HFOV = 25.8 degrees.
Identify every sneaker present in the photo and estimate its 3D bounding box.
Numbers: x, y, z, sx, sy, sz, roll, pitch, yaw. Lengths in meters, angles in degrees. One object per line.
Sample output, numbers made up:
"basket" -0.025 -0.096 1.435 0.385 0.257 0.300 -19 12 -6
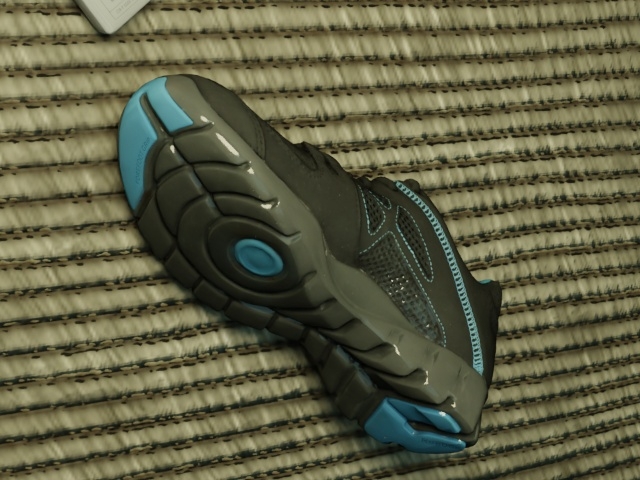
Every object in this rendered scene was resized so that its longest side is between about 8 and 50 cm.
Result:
"sneaker" 0.000 0.000 0.943 0.341 0.125 0.140 47 50 -29

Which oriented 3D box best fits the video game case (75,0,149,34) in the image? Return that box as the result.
"video game case" -0.121 -0.265 0.832 0.193 0.023 0.212 -44 120 -14
